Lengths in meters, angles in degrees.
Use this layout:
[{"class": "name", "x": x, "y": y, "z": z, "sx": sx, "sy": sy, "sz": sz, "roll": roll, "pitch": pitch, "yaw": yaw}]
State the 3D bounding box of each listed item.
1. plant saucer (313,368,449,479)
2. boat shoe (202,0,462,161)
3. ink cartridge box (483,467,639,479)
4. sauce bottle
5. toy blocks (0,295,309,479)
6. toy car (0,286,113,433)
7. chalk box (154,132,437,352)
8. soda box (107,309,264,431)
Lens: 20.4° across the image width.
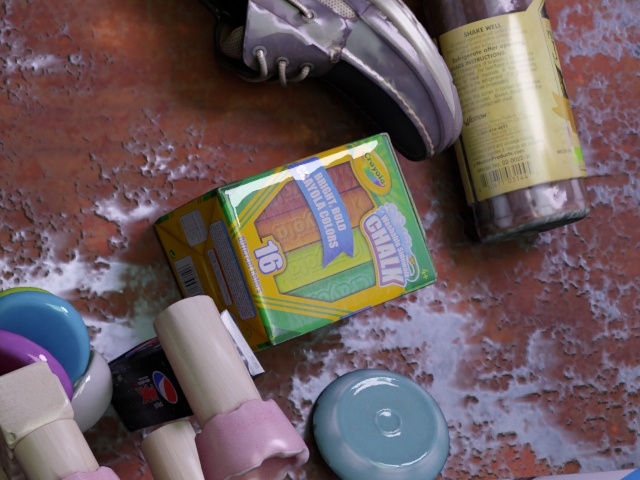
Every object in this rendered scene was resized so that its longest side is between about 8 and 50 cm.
[{"class": "plant saucer", "x": 0.054, "y": 0.154, "z": 1.477, "sx": 0.119, "sy": 0.021, "sz": 0.119, "roll": 8, "pitch": 55, "yaw": -12}, {"class": "boat shoe", "x": -0.034, "y": -0.187, "z": 1.486, "sx": 0.355, "sy": 0.132, "sz": 0.130, "roll": 46, "pitch": 73, "yaw": -2}, {"class": "ink cartridge box", "x": 0.109, "y": 0.308, "z": 1.289, "sx": 0.285, "sy": 0.395, "sz": 0.166, "roll": -32, "pitch": 97, "yaw": -29}, {"class": "sauce bottle", "x": 0.153, "y": -0.175, "z": 1.574, "sx": 0.111, "sy": 0.111, "sz": 0.344, "roll": -10, "pitch": 86, "yaw": -29}, {"class": "toy blocks", "x": -0.153, "y": 0.243, "z": 1.127, "sx": 0.309, "sy": 0.288, "sz": 0.260, "roll": -21, "pitch": 69, "yaw": -17}, {"class": "toy car", "x": -0.235, "y": 0.109, "z": 1.298, "sx": 0.159, "sy": 0.136, "sz": 0.182, "roll": 40, "pitch": 64, "yaw": -14}, {"class": "chalk box", "x": 0.000, "y": 0.000, "z": 1.446, "sx": 0.213, "sy": 0.132, "sz": 0.132, "roll": -21, "pitch": 90, "yaw": -29}, {"class": "soda box", "x": -0.109, "y": 0.101, "z": 1.346, "sx": 0.053, "sy": 0.169, "sz": 0.060, "roll": -34, "pitch": 96, "yaw": -28}]
